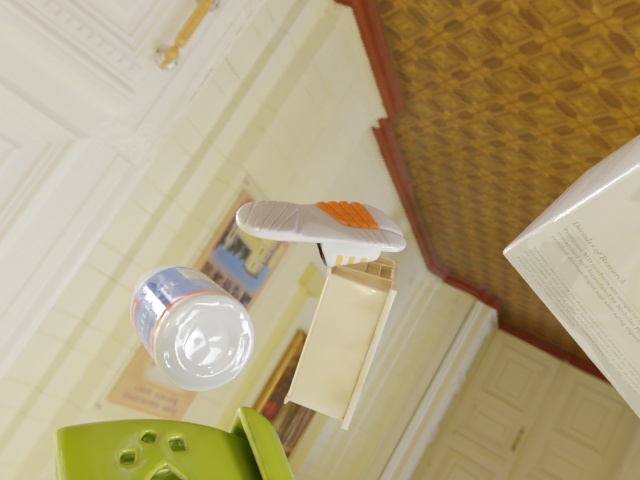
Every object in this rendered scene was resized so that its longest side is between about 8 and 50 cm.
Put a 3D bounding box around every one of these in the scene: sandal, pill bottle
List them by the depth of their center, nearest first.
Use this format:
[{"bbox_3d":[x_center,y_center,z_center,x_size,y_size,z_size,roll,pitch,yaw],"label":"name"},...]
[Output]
[{"bbox_3d":[-0.180,0.101,0.855,0.124,0.124,0.221,38,172,-28],"label":"pill bottle"},{"bbox_3d":[-0.003,-0.007,0.986,0.265,0.076,0.102,5,-141,-19],"label":"sandal"}]

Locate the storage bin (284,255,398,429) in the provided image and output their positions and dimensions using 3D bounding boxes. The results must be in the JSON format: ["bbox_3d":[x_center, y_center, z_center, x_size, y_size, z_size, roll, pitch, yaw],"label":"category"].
[{"bbox_3d":[0.047,0.165,1.224,0.123,0.262,0.260,18,-168,5],"label":"storage bin"}]

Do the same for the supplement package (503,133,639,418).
[{"bbox_3d":[0.313,-0.025,0.444,0.175,0.177,0.293,51,143,6],"label":"supplement package"}]

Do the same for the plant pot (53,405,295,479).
[{"bbox_3d":[-0.124,0.302,0.606,0.227,0.207,0.228,61,145,37],"label":"plant pot"}]
